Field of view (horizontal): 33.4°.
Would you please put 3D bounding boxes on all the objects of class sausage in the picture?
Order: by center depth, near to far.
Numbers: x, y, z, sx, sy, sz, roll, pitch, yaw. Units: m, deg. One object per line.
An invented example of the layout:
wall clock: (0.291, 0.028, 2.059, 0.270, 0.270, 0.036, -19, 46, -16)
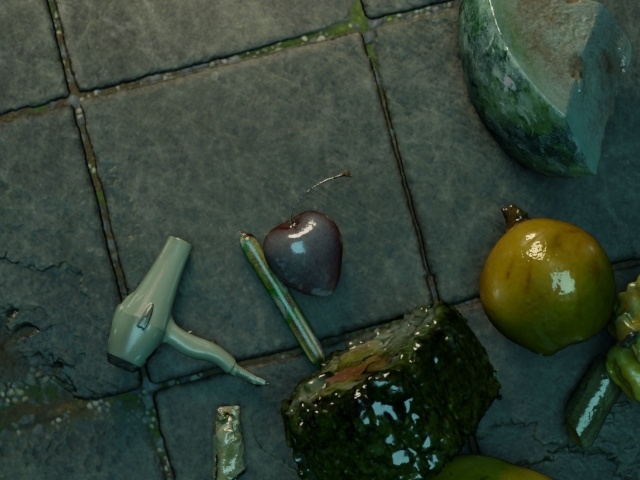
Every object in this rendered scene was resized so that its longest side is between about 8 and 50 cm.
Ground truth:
sausage: (-0.061, 0.097, 1.756, 0.032, 0.033, 0.269, -31, 88, -2)

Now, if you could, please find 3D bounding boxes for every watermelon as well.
watermelon: (0.374, -0.278, 1.701, 0.258, 0.228, 0.387, -22, 79, -10)

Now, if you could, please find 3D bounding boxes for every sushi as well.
sushi: (0.093, 0.242, 1.595, 0.294, 0.352, 0.178, -26, 96, 29)

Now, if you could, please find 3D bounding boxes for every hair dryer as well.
hair dryer: (-0.204, 0.113, 1.747, 0.267, 0.092, 0.229, 9, 81, -14)

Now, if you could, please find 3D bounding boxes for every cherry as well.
cherry: (0.004, 0.006, 1.724, 0.188, 0.115, 0.148, -29, 69, -7)

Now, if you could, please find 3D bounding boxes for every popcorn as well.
popcorn: (0.560, 0.149, 1.648, 0.249, 0.225, 0.249, -19, 60, 36)

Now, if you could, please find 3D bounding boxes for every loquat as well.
loquat: (0.350, 0.053, 1.682, 0.213, 0.213, 0.246, -22, 79, -2)

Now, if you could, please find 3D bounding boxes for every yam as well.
yam: (0.442, 0.263, 1.739, 0.069, 0.070, 0.146, 31, 88, 1)

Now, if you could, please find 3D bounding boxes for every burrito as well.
burrito: (-0.150, 0.342, 1.739, 0.055, 0.041, 0.149, 2, 91, 13)

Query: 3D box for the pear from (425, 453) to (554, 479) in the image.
pear: (0.259, 0.459, 1.630, 0.336, 0.285, 0.285, -31, 88, -17)

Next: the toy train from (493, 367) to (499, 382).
toy train: (0.250, 0.226, 1.743, 0.083, 0.053, 0.033, -5, 88, -2)
